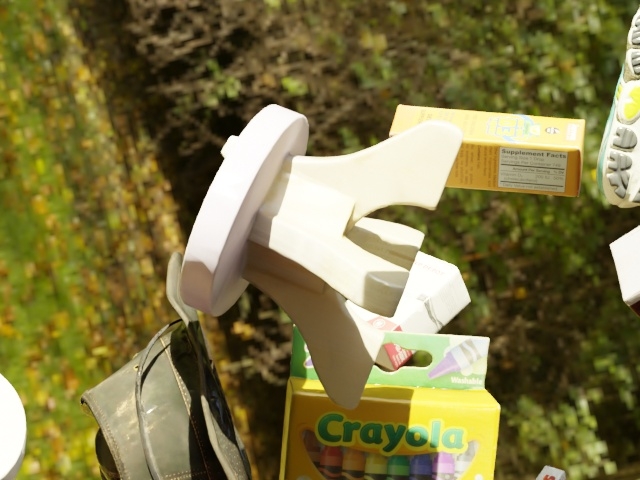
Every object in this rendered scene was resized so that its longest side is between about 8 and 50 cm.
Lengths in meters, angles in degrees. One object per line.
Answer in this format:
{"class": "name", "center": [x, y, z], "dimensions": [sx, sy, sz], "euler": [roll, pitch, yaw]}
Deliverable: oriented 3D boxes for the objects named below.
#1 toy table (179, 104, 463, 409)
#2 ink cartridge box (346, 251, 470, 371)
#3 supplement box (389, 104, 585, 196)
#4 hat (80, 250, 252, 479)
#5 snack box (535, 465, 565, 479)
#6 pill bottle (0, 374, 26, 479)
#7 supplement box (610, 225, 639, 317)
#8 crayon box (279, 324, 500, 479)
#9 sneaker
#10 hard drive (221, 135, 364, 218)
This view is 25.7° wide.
{"class": "toy table", "center": [0.000, 0.000, 1.154], "dimensions": [0.274, 0.160, 0.252], "euler": [-59, 169, -66]}
{"class": "ink cartridge box", "center": [0.096, 0.081, 1.663], "dimensions": [0.099, 0.135, 0.056], "euler": [23, -34, 50]}
{"class": "supplement box", "center": [0.203, -0.110, 1.710], "dimensions": [0.078, 0.233, 0.080], "euler": [-71, 165, -53]}
{"class": "hat", "center": [-0.142, 0.177, 1.258], "dimensions": [0.331, 0.134, 0.331], "euler": [162, -90, -86]}
{"class": "snack box", "center": [0.154, 0.264, 1.137], "dimensions": [0.178, 0.022, 0.064], "euler": [-45, 136, -40]}
{"class": "pill bottle", "center": [-0.440, 0.228, 1.579], "dimensions": [0.334, 0.187, 0.188], "euler": [-28, -108, 62]}
{"class": "supplement box", "center": [0.507, 0.098, 1.955], "dimensions": [0.239, 0.073, 0.130], "euler": [43, 27, -26]}
{"class": "crayon box", "center": [0.060, 0.253, 1.369], "dimensions": [0.083, 0.203, 0.323], "euler": [-125, -141, -83]}
{"class": "sneaker", "center": [0.362, -0.171, 1.541], "dimensions": [0.110, 0.107, 0.275], "euler": [-141, -109, -84]}
{"class": "hard drive", "center": [-0.011, -0.043, 1.926], "dimensions": [0.203, 0.040, 0.307], "euler": [27, 10, -26]}
